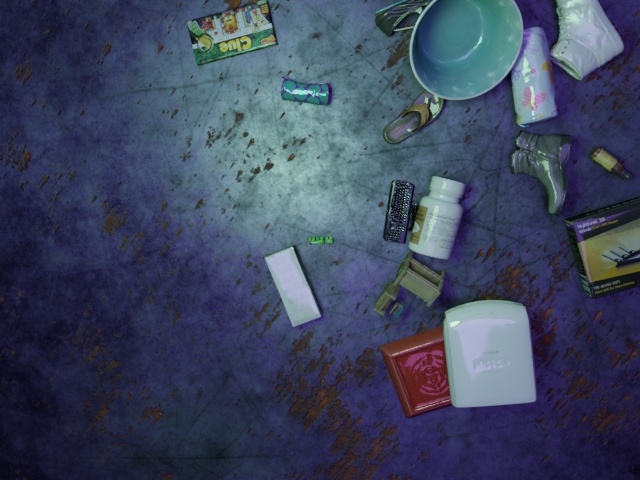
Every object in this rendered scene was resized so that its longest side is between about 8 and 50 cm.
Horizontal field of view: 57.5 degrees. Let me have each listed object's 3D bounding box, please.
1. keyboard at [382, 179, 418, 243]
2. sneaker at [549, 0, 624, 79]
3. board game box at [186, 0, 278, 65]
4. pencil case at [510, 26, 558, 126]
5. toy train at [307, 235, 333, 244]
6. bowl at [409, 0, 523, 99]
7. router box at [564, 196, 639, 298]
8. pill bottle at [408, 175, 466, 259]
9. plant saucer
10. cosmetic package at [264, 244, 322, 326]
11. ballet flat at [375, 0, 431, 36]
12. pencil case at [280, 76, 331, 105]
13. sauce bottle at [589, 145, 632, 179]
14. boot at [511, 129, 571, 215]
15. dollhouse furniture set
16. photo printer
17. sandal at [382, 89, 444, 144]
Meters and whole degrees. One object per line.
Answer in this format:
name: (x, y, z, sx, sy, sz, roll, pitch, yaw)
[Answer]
keyboard: (0.253, -0.086, 1.794, 0.100, 0.038, 0.192, 8, 99, 5)
sneaker: (0.698, -0.597, 1.642, 0.169, 0.108, 0.292, -37, 93, 7)
board game box: (-0.271, -0.636, 1.792, 0.259, 0.030, 0.136, -13, 98, 8)
pencil case: (0.595, -0.467, 1.666, 0.124, 0.113, 0.273, -9, 97, 40)
toy train: (0.000, 0.000, 1.845, 0.083, 0.017, 0.024, -2, 107, 7)
bowl: (0.384, -0.568, 1.623, 0.311, 0.163, 0.311, -3, 125, -4)
router box: (0.906, 0.010, 1.707, 0.309, 0.081, 0.243, -18, 94, 8)
pill bottle: (0.352, -0.069, 1.737, 0.131, 0.131, 0.229, 15, 98, 5)
plant saucer: (0.350, 0.418, 1.842, 0.259, 0.048, 0.258, -20, 94, 9)
cosmetic package: (-0.084, 0.143, 1.850, 0.099, 0.060, 0.239, -21, 94, 7)
ballet flat: (0.295, -0.681, 1.694, 0.280, 0.095, 0.096, -24, 104, 19)
pencil case: (-0.045, -0.452, 1.769, 0.151, 0.064, 0.070, 7, 114, 5)
sauce bottle: (0.849, -0.223, 1.704, 0.128, 0.042, 0.042, 39, 100, 2)
boot: (0.641, -0.199, 1.723, 0.161, 0.083, 0.246, 4, 92, 13)
dollhouse furniture set: (0.274, 0.154, 1.794, 0.129, 0.129, 0.184, 32, 124, 1)
photo printer: (0.501, 0.331, 1.736, 0.256, 0.107, 0.307, -6, 96, 8)
sandal: (0.279, -0.370, 1.743, 0.219, 0.060, 0.090, -35, 92, 10)
